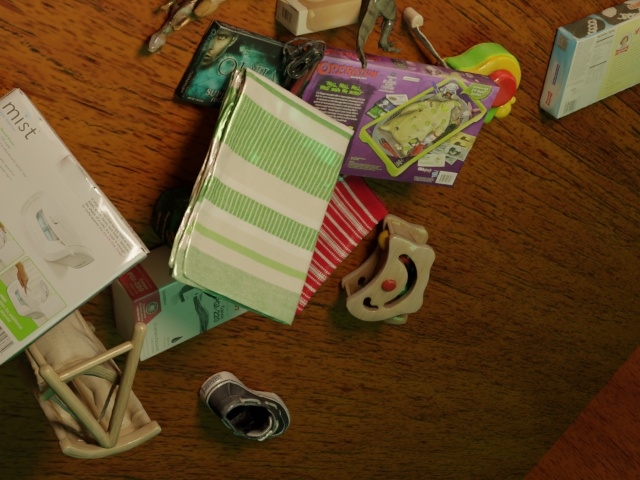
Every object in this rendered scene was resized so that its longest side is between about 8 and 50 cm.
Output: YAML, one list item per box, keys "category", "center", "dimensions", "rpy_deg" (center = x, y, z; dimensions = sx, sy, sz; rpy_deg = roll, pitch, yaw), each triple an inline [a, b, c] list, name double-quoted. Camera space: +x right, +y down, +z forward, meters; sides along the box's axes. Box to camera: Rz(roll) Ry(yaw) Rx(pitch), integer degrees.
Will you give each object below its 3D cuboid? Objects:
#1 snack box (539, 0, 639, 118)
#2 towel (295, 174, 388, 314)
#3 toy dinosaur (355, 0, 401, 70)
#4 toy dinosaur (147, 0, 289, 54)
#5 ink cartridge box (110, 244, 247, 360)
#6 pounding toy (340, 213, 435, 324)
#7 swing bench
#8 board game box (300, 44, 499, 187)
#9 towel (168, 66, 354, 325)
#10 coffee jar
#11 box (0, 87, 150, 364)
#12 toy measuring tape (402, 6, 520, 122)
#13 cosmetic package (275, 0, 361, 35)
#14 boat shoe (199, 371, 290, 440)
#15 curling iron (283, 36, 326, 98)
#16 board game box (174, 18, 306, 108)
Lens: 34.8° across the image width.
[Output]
- category: "snack box"
  center: [0.593, -0.382, 2.058]
  dimensions: [0.322, 0.060, 0.187]
  rpy_deg: [-24, 141, -26]
- category: "towel"
  center: [0.000, 0.000, 1.870]
  dimensions: [0.275, 0.031, 0.199]
  rpy_deg: [-48, 145, -6]
- category: "toy dinosaur"
  center: [0.091, -0.351, 1.538]
  dimensions: [0.118, 0.064, 0.268]
  rpy_deg: [59, 41, -66]
- category: "toy dinosaur"
  center: [-0.153, -0.330, 1.393]
  dimensions: [0.211, 0.064, 0.112]
  rpy_deg: [-27, 161, -7]
- category: "ink cartridge box"
  center: [-0.230, 0.083, 1.703]
  dimensions: [0.218, 0.092, 0.158]
  rpy_deg: [-26, 142, -26]
- category: "pounding toy"
  center: [0.121, 0.057, 2.037]
  dimensions: [0.154, 0.155, 0.269]
  rpy_deg: [3, 127, -12]
- category: "swing bench"
  center: [-0.370, 0.161, 1.504]
  dimensions: [0.165, 0.253, 0.255]
  rpy_deg: [-24, 140, -26]
- category: "board game box"
  center: [0.109, -0.200, 1.698]
  dimensions: [0.347, 0.056, 0.208]
  rpy_deg: [6, 128, -27]
- category: "towel"
  center: [-0.081, -0.062, 1.512]
  dimensions: [0.248, 0.038, 0.325]
  rpy_deg: [25, 78, -39]
- category: "coffee jar"
  center: [-0.185, 0.002, 1.580]
  dimensions: [0.079, 0.184, 0.096]
  rpy_deg: [-12, 134, -37]
- category: "box"
  center: [-0.386, -0.016, 1.286]
  dimensions: [0.231, 0.262, 0.127]
  rpy_deg: [-39, -176, -9]
- category: "toy measuring tape"
  center: [0.262, -0.320, 1.765]
  dimensions: [0.121, 0.121, 0.330]
  rpy_deg: [-46, 135, 3]
- category: "cosmetic package"
  center: [-0.003, -0.343, 1.512]
  dimensions: [0.115, 0.060, 0.041]
  rpy_deg: [-20, 138, -32]
- category: "boat shoe"
  center: [-0.132, 0.359, 2.073]
  dimensions: [0.108, 0.102, 0.301]
  rpy_deg: [-43, 145, -2]
- category: "curling iron"
  center: [-0.073, -0.197, 1.572]
  dimensions: [0.068, 0.035, 0.274]
  rpy_deg: [13, 120, -34]
- category: "board game box"
  center: [-0.115, -0.251, 1.526]
  dimensions: [0.186, 0.026, 0.126]
  rpy_deg: [6, 122, -48]
